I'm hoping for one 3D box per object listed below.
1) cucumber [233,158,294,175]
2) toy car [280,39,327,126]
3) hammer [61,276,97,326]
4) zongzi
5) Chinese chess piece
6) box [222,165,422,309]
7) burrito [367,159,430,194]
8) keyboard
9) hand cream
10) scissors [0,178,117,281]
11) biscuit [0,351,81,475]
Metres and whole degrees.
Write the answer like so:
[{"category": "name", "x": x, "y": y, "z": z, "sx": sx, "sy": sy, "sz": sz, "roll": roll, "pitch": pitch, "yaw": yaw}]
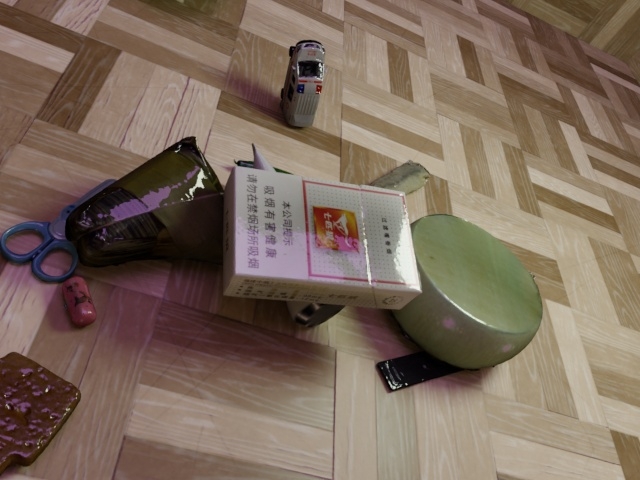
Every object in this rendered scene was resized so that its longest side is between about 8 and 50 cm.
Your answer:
[{"category": "cucumber", "x": -0.125, "y": -0.154, "z": 1.346, "sx": 0.155, "sy": 0.037, "sz": 0.037, "roll": 15, "pitch": 45, "yaw": -22}, {"category": "toy car", "x": -0.039, "y": -0.387, "z": 1.487, "sx": 0.090, "sy": 0.209, "sz": 0.108, "roll": 1, "pitch": 49, "yaw": -17}, {"category": "hammer", "x": -0.384, "y": 0.097, "z": 0.949, "sx": 0.043, "sy": 0.043, "sz": 0.083, "roll": -9, "pitch": 58, "yaw": -37}, {"category": "zongzi", "x": -0.247, "y": 0.015, "z": 1.058, "sx": 0.317, "sy": 0.154, "sz": 0.289, "roll": 52, "pitch": 54, "yaw": -10}, {"category": "Chinese chess piece", "x": 0.297, "y": 0.105, "z": 1.273, "sx": 0.350, "sy": 0.146, "sz": 0.349, "roll": 20, "pitch": 40, "yaw": -18}, {"category": "box", "x": 0.000, "y": 0.000, "z": 1.045, "sx": 0.331, "sy": 0.095, "sz": 0.210, "roll": 8, "pitch": 59, "yaw": -21}, {"category": "burrito", "x": 0.183, "y": -0.137, "z": 1.506, "sx": 0.082, "sy": 0.059, "sz": 0.275, "roll": 40, "pitch": 42, "yaw": 17}, {"category": "keyboard", "x": 0.204, "y": 0.250, "z": 1.191, "sx": 0.205, "sy": 0.013, "sz": 0.061, "roll": -5, "pitch": 54, "yaw": -35}, {"category": "hand cream", "x": -0.063, "y": -0.007, "z": 1.170, "sx": 0.118, "sy": 0.185, "sz": 0.358, "roll": -23, "pitch": 65, "yaw": -7}, {"category": "scissors", "x": -0.431, "y": -0.033, "z": 1.047, "sx": 0.125, "sy": 0.030, "sz": 0.256, "roll": 34, "pitch": 43, "yaw": -4}, {"category": "biscuit", "x": -0.466, "y": 0.234, "z": 0.768, "sx": 0.302, "sy": 0.043, "sz": 0.278, "roll": 2, "pitch": 49, "yaw": -32}]
